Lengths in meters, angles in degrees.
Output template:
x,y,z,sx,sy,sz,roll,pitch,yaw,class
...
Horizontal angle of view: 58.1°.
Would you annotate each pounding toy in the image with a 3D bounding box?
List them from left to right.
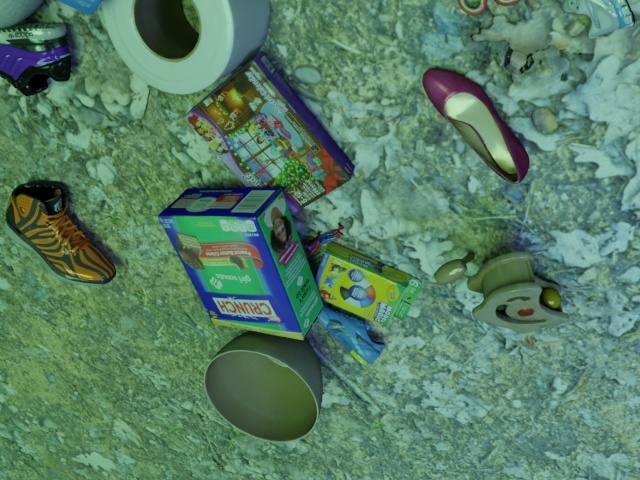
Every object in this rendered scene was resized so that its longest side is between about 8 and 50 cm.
x,y,z,sx,sy,sz,roll,pitch,yaw,class
0.363,0.066,1.103,0.269,0.155,0.154,19,143,-30,pounding toy

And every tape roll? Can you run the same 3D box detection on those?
x,y,z,sx,sy,sz,roll,pitch,yaw,class
-0.230,-0.401,1.017,0.246,0.169,0.246,9,123,14,tape roll

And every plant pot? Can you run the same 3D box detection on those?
x,y,z,sx,sy,sz,roll,pitch,yaw,class
-0.114,0.315,1.394,0.283,0.191,0.284,9,122,14,plant pot

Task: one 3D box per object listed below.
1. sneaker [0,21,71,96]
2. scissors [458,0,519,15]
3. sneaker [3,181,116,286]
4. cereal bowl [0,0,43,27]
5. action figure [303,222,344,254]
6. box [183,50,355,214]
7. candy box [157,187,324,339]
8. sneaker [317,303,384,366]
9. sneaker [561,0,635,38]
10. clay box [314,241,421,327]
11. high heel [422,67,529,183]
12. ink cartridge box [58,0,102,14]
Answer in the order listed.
x,y,z,sx,sy,sz,roll,pitch,yaw,class
-0.659,-0.378,1.224,0.293,0.102,0.146,4,122,17,sneaker
0.263,-0.498,0.870,0.108,0.021,0.297,5,123,19,scissors
-0.639,-0.024,1.419,0.321,0.125,0.180,31,126,-1,sneaker
-0.687,-0.519,1.039,0.338,0.141,0.339,23,156,11,cereal bowl
0.000,0.000,1.257,0.030,0.038,0.115,35,127,-30,action figure
-0.098,-0.193,1.142,0.200,0.057,0.293,-28,115,32,box
-0.165,0.049,1.249,0.268,0.122,0.317,2,128,32,candy box
0.060,0.199,1.349,0.209,0.069,0.082,44,92,1,sneaker
0.395,-0.389,0.863,0.082,0.071,0.191,-22,110,35,sneaker
0.099,0.105,1.274,0.221,0.053,0.128,23,125,6,clay box
0.264,-0.197,0.993,0.244,0.117,0.082,45,124,-10,high heel
-0.331,-0.589,0.835,0.394,0.166,0.286,-37,71,23,ink cartridge box
